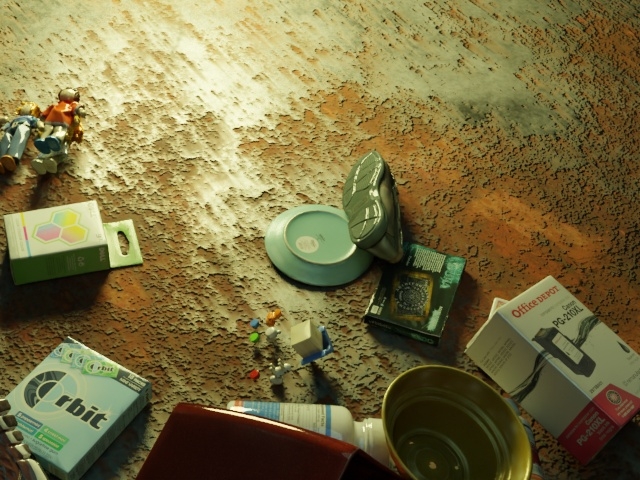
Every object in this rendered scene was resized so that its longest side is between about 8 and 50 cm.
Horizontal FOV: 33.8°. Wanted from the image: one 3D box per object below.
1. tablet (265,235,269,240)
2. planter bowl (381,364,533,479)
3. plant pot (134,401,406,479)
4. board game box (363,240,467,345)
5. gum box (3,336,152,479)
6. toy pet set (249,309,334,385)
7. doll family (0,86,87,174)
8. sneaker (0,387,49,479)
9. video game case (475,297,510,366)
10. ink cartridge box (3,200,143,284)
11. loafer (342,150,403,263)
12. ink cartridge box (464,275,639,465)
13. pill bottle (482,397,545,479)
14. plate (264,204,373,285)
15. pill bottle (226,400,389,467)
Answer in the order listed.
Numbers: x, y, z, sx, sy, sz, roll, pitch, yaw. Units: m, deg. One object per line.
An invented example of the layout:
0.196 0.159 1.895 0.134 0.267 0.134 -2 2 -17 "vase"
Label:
-0.049 -0.012 1.809 0.054 0.006 0.083 30 50 22 "tablet"
0.165 0.279 1.398 0.217 0.090 0.217 14 45 -15 "planter bowl"
-0.084 0.332 1.232 0.236 0.267 0.267 23 78 24 "plant pot"
0.158 0.082 1.722 0.126 0.026 0.186 17 46 11 "board game box"
-0.358 0.240 1.500 0.157 0.041 0.184 25 48 19 "gum box"
-0.044 0.165 1.612 0.114 0.065 0.122 -25 39 19 "toy pet set"
-0.518 -0.193 1.885 0.263 0.118 0.163 -2 49 17 "doll family"
-0.474 0.271 1.353 0.163 0.106 0.281 -19 63 -46 "sneaker"
0.336 0.165 1.664 0.157 0.019 0.143 16 45 11 "video game case"
-0.403 -0.002 1.721 0.209 0.062 0.109 -10 46 -16 "ink cartridge box"
0.096 -0.054 1.816 0.084 0.096 0.267 42 26 -24 "loafer"
0.357 0.183 1.536 0.237 0.100 0.172 44 39 19 "ink cartridge box"
0.261 0.300 1.474 0.086 0.086 0.152 0 45 -6 "pill bottle"
0.000 0.000 1.782 0.188 0.024 0.188 5 47 -6 "plate"
-0.021 0.284 1.434 0.222 0.124 0.124 4 45 -3 "pill bottle"
